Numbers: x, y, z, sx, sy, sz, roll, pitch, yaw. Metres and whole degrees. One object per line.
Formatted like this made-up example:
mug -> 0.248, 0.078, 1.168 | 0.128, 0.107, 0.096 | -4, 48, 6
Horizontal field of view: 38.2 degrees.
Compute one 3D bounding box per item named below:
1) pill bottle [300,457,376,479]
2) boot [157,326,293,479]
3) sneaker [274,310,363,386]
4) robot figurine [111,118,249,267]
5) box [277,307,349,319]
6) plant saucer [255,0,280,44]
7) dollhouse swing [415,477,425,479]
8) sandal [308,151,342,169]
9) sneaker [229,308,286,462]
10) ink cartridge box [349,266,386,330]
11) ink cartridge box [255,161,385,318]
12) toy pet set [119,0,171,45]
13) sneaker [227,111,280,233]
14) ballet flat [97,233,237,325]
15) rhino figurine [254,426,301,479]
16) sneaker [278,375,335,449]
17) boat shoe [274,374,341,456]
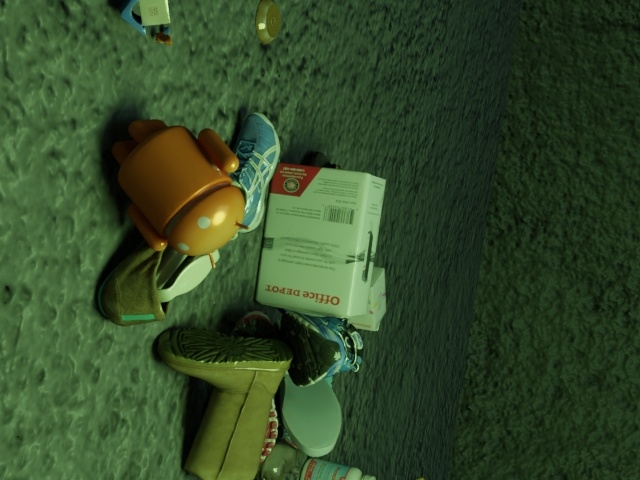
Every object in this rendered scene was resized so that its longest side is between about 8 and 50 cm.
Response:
pill bottle -> 0.041, 0.550, 2.094 | 0.087, 0.160, 0.087 | 8, 90, -68
boot -> -0.181, 0.285, 1.531 | 0.089, 0.236, 0.269 | -113, -142, -58
sneaker -> 0.006, 0.177, 1.618 | 0.330, 0.147, 0.129 | 168, -86, -81
robot figurine -> -0.190, -0.071, 1.275 | 0.158, 0.219, 0.128 | -38, 170, -15
box -> -0.002, 0.101, 1.868 | 0.072, 0.137, 0.126 | 49, 52, -61
plant saucer -> -0.090, -0.392, 1.650 | 0.083, 0.015, 0.083 | 9, 90, -67
dollhouse swing -> 0.145, 0.741, 2.020 | 0.305, 0.347, 0.315 | 66, 6, 30
sandal -> 0.023, -0.122, 1.955 | 0.219, 0.060, 0.090 | 47, 54, -62
sneaker -> -0.126, 0.273, 1.672 | 0.112, 0.121, 0.299 | -111, -147, -80
ink cartridge box -> 0.097, 0.140, 2.181 | 0.090, 0.092, 0.143 | -52, 145, -51
ink cartridge box -> 0.000, 0.000, 1.761 | 0.114, 0.197, 0.272 | 8, 91, -68
toy pet set -> -0.245, -0.322, 1.279 | 0.114, 0.065, 0.122 | -112, -164, -57
sneaker -> -0.123, -0.118, 1.580 | 0.081, 0.080, 0.211 | 11, 86, -71
ballet flat -> -0.199, -0.003, 1.381 | 0.342, 0.124, 0.116 | -61, 150, -41
rhino figurine -> -0.071, 0.430, 1.902 | 0.243, 0.073, 0.106 | -51, 145, -54
sneaker -> -0.039, 0.305, 1.893 | 0.104, 0.125, 0.261 | 118, -23, -43
boat shoe -> -0.044, 0.309, 1.750 | 0.306, 0.113, 0.104 | -122, -146, -50
